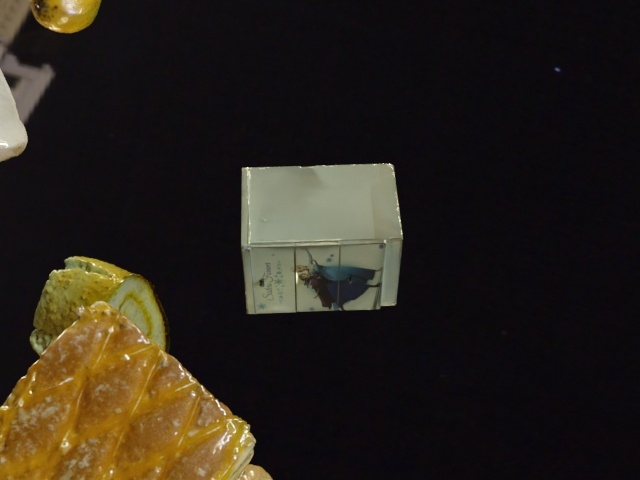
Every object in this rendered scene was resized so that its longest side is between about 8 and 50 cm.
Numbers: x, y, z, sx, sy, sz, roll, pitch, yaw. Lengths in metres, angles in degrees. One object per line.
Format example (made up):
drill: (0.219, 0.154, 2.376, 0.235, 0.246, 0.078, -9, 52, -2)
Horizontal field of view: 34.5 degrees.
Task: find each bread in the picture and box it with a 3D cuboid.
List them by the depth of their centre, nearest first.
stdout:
bread: (-0.259, 0.270, 1.305, 0.279, 0.207, 0.279, 37, -107, 9)
bread: (-0.330, 0.143, 1.560, 0.124, 0.257, 0.186, 24, -116, 28)

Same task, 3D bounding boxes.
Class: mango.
mango: (-0.294, -0.287, 1.206, 0.057, 0.079, 0.114, -52, -172, 48)

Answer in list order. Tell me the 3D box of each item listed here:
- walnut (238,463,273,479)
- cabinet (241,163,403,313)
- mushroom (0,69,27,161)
walnut: (-0.121, 0.420, 1.534, 0.155, 0.155, 0.184, -42, -150, 30)
cabinet: (0.000, 0.000, 1.395, 0.145, 0.206, 0.150, 90, -2, -50)
mushroom: (-0.469, -0.110, 1.137, 0.407, 0.137, 0.154, -18, -82, 39)
